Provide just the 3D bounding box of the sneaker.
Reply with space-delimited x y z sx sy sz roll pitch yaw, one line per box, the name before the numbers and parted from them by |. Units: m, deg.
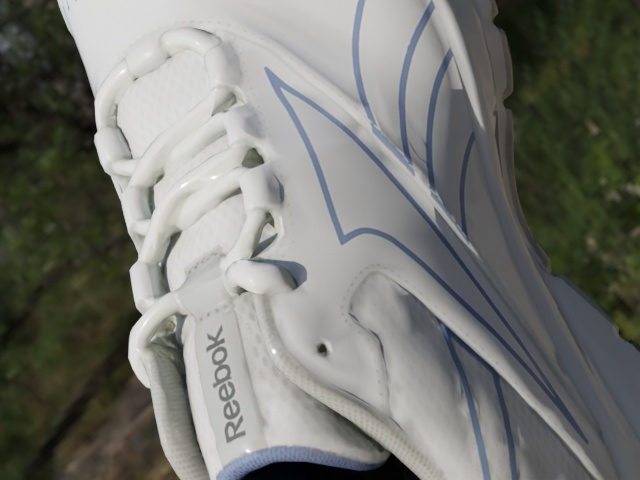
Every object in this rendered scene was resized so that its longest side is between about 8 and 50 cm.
sneaker | 0.000 0.000 0.468 0.111 0.297 0.129 -37 -10 35
